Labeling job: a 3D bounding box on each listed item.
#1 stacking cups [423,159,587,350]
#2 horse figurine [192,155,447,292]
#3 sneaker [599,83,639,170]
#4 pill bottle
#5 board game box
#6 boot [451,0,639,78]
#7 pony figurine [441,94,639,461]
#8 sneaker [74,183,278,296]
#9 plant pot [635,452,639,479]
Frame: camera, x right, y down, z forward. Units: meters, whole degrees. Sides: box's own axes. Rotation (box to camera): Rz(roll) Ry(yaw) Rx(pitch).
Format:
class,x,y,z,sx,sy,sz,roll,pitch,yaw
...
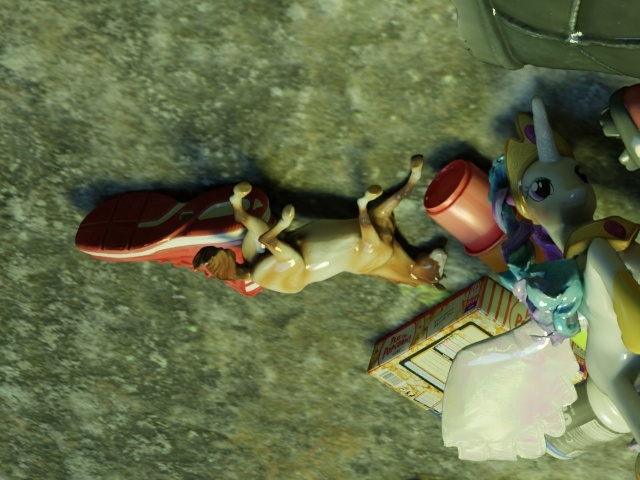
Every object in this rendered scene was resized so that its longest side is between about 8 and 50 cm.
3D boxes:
class,x,y,z,sx,sy,sz,roll,pitch,yaw
stacking cups,0.228,0.034,1.810,0.316,0.096,0.096,39,139,-19
horse figurine,0.000,0.000,1.821,0.263,0.066,0.174,-11,148,-11
sneaker,0.353,-0.090,1.541,0.276,0.098,0.135,14,140,-33
pill bottle,0.287,0.171,1.957,0.078,0.078,0.137,33,141,-20
board game box,0.164,0.126,1.977,0.147,0.045,0.193,33,141,-20
boot,0.291,-0.218,1.322,0.445,0.146,0.367,16,159,29
pony figurine,0.265,0.087,1.634,0.303,0.363,0.351,-20,127,-11
sneaker,-0.134,0.017,1.927,0.221,0.087,0.128,-3,138,27
plant pot,0.419,0.291,1.980,0.205,0.205,0.188,-10,120,32
